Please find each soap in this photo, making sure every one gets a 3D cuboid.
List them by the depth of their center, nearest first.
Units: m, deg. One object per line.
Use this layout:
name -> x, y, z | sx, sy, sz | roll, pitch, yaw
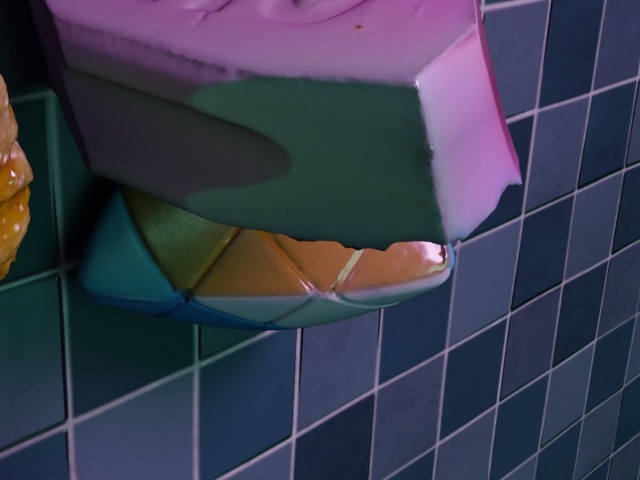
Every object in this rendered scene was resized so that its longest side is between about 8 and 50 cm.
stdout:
soap -> -0.035, -0.106, 0.603 | 0.193, 0.324, 0.109 | -40, 137, -31

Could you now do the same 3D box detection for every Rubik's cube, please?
Rubik's cube -> 0.000, 0.000, 0.791 | 0.254, 0.254, 0.254 | -26, 126, -42

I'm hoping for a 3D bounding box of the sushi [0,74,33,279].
sushi -> -0.228, -0.061, 0.464 | 0.139, 0.184, 0.274 | -54, 162, -39
